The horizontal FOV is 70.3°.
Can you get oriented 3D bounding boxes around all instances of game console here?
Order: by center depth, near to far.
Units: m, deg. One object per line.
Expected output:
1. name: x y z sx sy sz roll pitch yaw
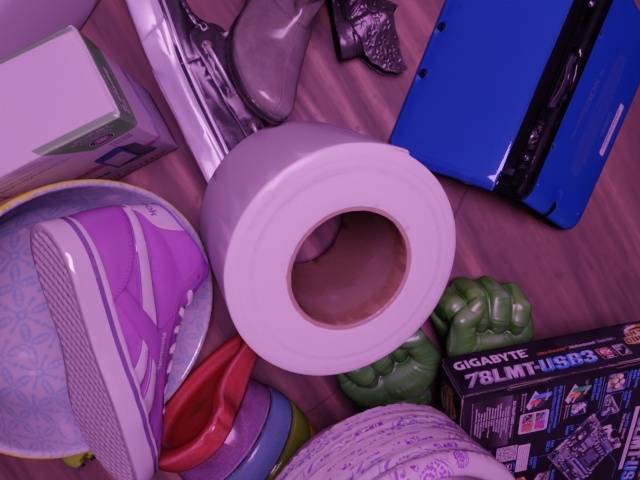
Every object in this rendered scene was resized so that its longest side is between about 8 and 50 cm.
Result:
1. game console: 0.277 -0.196 0.623 0.250 0.173 0.293 19 95 -38

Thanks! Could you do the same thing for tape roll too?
1. tape roll: 0.000 0.000 0.506 0.246 0.169 0.246 -8 114 -19

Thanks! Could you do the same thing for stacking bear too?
1. stacking bear: -0.056 0.285 0.578 0.164 0.175 0.289 -36 109 26

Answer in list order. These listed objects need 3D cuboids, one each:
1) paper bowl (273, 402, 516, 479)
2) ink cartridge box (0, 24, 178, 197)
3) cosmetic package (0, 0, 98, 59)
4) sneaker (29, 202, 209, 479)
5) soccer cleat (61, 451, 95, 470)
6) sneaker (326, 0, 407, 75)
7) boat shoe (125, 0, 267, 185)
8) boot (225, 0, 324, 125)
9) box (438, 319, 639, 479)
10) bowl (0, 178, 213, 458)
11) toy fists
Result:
1. paper bowl: 0.054 0.302 0.464 0.284 0.148 0.284 -8 108 -24
2. ink cartridge box: -0.264 -0.118 0.488 0.154 0.212 0.093 -28 97 -2
3. cosmetic package: -0.358 -0.351 0.490 0.217 0.156 0.385 36 92 -7
4. sneaker: -0.169 0.101 0.467 0.102 0.161 0.282 8 109 34
5. soccer cleat: -0.280 0.221 0.599 0.179 0.060 0.072 -43 85 0
6. sneaker: 0.057 -0.296 0.584 0.089 0.051 0.170 -12 101 -4
7. boat shoe: -0.136 -0.200 0.553 0.119 0.121 0.335 -26 108 -10
8. boot: -0.017 -0.260 0.485 0.083 0.161 0.247 21 61 -42
9. box: 0.304 0.260 0.598 0.293 0.073 0.296 -10 118 -6
10. bowl: -0.285 0.070 0.517 0.156 0.289 0.290 9 96 37
11. toy fists: 0.154 0.140 0.609 0.279 0.096 0.142 -19 96 -2
